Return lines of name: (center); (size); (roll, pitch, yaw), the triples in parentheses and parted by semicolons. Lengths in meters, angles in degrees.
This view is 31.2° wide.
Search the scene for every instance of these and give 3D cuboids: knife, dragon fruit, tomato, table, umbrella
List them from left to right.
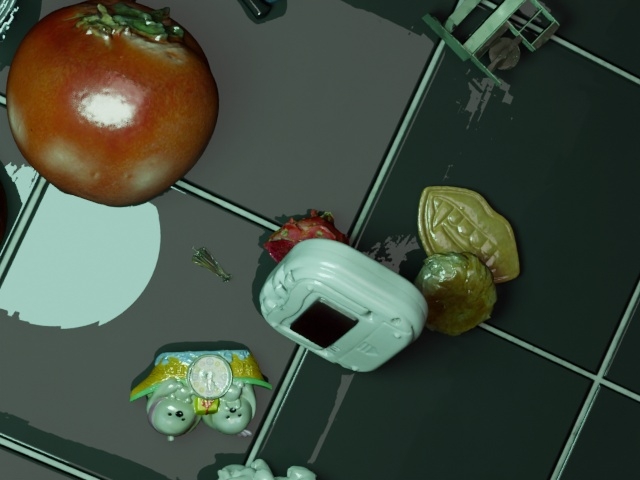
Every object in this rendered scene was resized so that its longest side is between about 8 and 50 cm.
tomato: (-0.313, -0.203, 1.730); (0.321, 0.321, 0.322); (0, 92, -9)
umbrella: (-0.181, 0.039, 1.886); (0.083, 0.020, 0.031); (41, 86, -13)
knife: (-0.157, -0.463, 1.875); (0.060, 0.028, 0.230); (-43, 94, -17)
dragon fruit: (0.000, 0.000, 1.860); (0.153, 0.153, 0.111); (32, 69, -8)
table: (0.286, -0.366, 1.921); (0.175, 0.062, 0.146); (44, 85, -6)

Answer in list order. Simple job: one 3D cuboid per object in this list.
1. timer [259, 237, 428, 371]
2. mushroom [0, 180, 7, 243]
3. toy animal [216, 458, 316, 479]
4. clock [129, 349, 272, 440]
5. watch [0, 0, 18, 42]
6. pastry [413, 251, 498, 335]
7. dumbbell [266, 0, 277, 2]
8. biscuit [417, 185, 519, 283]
timer: (0.030, 0.109, 1.802); (0.237, 0.262, 0.087); (29, 58, -9)
mushroom: (-0.623, -0.048, 1.748); (0.278, 0.163, 0.297); (-17, 94, -16)
toy animal: (-0.095, 0.449, 1.856); (0.193, 0.127, 0.179); (-9, 95, -11)
clock: (-0.191, 0.248, 1.847); (0.230, 0.103, 0.144); (0, 83, -10)
watch: (-0.616, -0.399, 1.705); (0.326, 0.314, 0.335); (0, 107, -19)
pastry: (0.220, 0.087, 1.897); (0.153, 0.081, 0.153); (0, 116, 1)
dumbbell: (0.022, -0.493, 1.829); (0.316, 0.156, 0.144); (-21, 110, -9)
biscuit: (0.247, -0.005, 1.943); (0.142, 0.029, 0.221); (-45, 98, -5)
